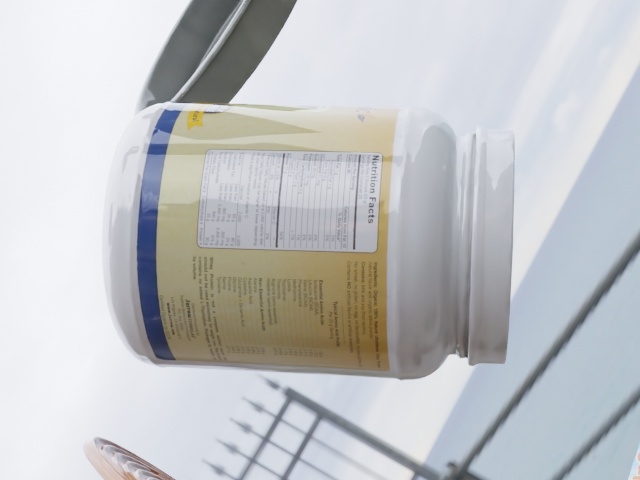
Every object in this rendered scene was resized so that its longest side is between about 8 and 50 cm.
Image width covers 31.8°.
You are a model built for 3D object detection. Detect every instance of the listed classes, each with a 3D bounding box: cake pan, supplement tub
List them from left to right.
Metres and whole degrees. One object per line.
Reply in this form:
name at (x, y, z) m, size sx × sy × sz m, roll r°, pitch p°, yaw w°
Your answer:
cake pan at (-0.105, -0.236, 1.237) m, size 0.293 × 0.054 × 0.293 m, roll -46°, pitch 23°, yaw 27°
supplement tub at (0.000, 0.000, 0.939) m, size 0.228 × 0.316 × 0.228 m, roll 2°, pitch -90°, yaw -82°

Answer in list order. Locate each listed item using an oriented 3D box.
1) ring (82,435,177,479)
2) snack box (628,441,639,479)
ring at (-0.026, 0.240, 0.748) m, size 0.032 × 0.337 × 0.336 m, roll -53°, pitch -11°, yaw -9°
snack box at (0.338, 0.321, 1.022) m, size 0.060 × 0.187 × 0.322 m, roll -7°, pitch 55°, yaw 57°
